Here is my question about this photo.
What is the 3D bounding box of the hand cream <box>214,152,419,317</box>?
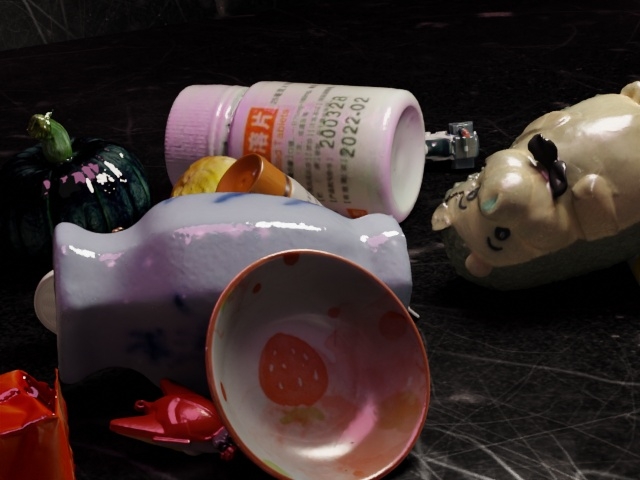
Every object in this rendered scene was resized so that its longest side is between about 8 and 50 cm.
[{"bbox_3d":[0.000,0.000,1.688,0.314,0.089,0.140,35,1,-30],"label":"hand cream"}]

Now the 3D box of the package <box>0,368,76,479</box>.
[{"bbox_3d":[-0.390,0.257,1.092,0.424,0.196,0.123,-16,25,-28],"label":"package"}]

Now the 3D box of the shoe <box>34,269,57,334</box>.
[{"bbox_3d":[-0.190,0.052,1.714,0.363,0.131,0.160,0,21,-6],"label":"shoe"}]

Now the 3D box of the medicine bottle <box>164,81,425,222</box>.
[{"bbox_3d":[-0.041,-0.149,2.099,0.388,0.219,0.219,7,22,21],"label":"medicine bottle"}]

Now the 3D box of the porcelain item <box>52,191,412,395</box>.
[{"bbox_3d":[-0.107,0.060,1.519,0.405,0.242,0.178,-4,47,-12],"label":"porcelain item"}]

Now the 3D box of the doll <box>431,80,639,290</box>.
[{"bbox_3d":[0.325,-0.062,1.751,0.350,0.247,0.247,-29,20,5],"label":"doll"}]

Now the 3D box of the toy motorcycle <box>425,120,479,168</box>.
[{"bbox_3d":[0.178,-0.161,2.284,0.221,0.102,0.150,-5,8,-6],"label":"toy motorcycle"}]

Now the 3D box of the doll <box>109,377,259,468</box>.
[{"bbox_3d":[-0.131,0.201,1.402,0.169,0.057,0.109,11,28,25],"label":"doll"}]

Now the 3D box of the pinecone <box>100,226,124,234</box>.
[{"bbox_3d":[-0.294,0.033,1.819,0.109,0.102,0.102,-5,19,18],"label":"pinecone"}]

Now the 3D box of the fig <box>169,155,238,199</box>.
[{"bbox_3d":[-0.132,-0.030,1.877,0.159,0.159,0.257,-9,15,-17],"label":"fig"}]

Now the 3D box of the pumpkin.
[{"bbox_3d":[-0.380,-0.083,1.927,0.248,0.248,0.248,-2,20,1],"label":"pumpkin"}]

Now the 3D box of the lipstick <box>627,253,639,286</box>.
[{"bbox_3d":[0.458,0.013,1.833,0.059,0.059,0.264,-2,20,3],"label":"lipstick"}]

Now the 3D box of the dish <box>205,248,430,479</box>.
[{"bbox_3d":[-0.016,0.145,1.375,0.260,0.260,0.085,-16,-12,-32],"label":"dish"}]
